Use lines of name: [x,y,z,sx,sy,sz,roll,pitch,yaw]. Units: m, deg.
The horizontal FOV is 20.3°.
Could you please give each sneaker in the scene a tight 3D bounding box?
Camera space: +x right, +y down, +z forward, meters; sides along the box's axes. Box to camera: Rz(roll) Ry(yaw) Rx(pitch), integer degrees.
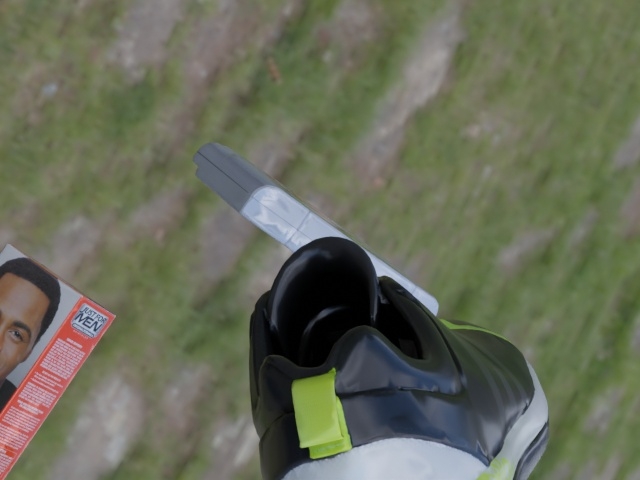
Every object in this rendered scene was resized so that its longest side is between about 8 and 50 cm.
sneaker: [0.025,0.040,0.578,0.235,0.084,0.097,-68,142,-79]

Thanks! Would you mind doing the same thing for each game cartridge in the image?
game cartridge: [0.000,0.000,2.039,0.294,0.196,0.060,35,96,-33]

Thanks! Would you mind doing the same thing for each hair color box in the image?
hair color box: [-0.193,0.081,1.059,0.141,0.072,0.043,-56,148,-5]
